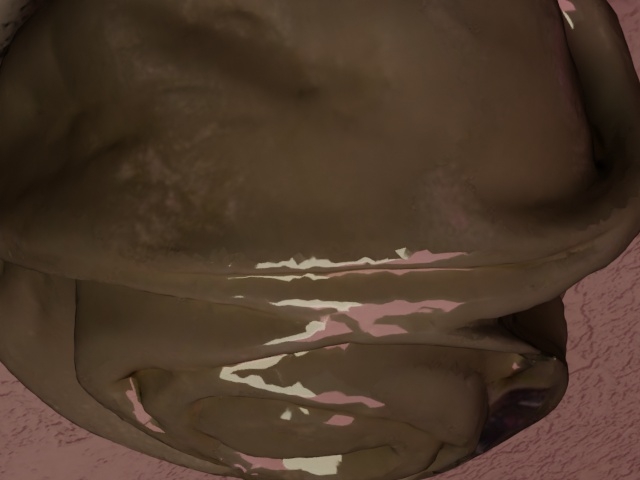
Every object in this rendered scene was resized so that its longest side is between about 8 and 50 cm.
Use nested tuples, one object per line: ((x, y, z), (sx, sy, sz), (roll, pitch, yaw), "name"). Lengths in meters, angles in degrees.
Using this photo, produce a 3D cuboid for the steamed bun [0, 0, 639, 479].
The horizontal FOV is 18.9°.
((0.000, 0.000, 0.956), (0.342, 0.255, 0.368), (0, 148, -26), "steamed bun")
